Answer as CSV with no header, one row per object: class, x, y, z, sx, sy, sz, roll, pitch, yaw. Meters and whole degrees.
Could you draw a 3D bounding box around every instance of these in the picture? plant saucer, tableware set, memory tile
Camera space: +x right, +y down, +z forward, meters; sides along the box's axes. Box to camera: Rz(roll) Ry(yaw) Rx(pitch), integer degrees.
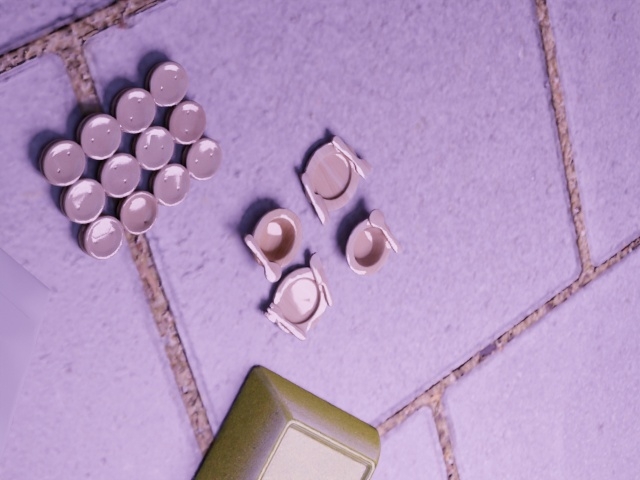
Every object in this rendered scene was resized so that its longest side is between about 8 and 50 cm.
plant saucer,-0.029,0.236,1.249,0.188,0.045,0.188,34,81,-41
tableware set,0.000,0.000,1.220,0.168,0.020,0.141,-45,127,-21
memory tile,-0.149,-0.064,1.082,0.148,0.012,0.113,-41,125,-24

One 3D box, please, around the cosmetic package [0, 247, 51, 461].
cosmetic package,-0.320,0.138,0.787,0.217,0.156,0.385,46,40,-40
